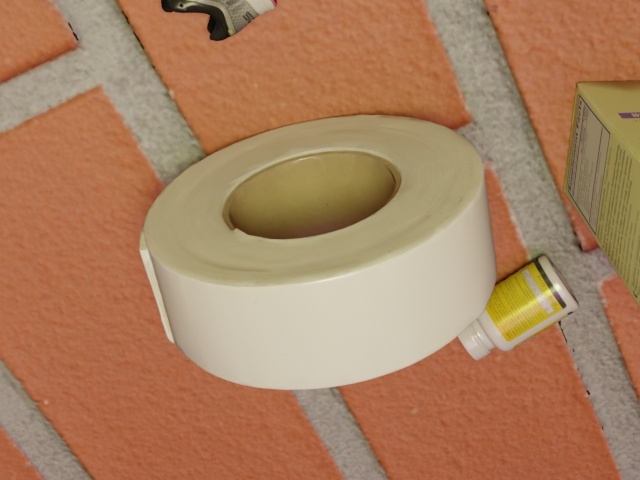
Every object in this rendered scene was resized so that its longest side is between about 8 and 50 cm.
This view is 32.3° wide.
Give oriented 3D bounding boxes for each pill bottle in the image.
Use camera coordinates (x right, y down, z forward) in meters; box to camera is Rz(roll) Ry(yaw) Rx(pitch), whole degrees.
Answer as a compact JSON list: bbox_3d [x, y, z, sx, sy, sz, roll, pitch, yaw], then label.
[{"bbox_3d":[0.193,0.071,1.102,0.116,0.065,0.065,-34,117,12],"label":"pill bottle"}]

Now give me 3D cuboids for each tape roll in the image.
[{"bbox_3d":[0.000,0.000,0.917,0.286,0.286,0.100,-12,120,1],"label":"tape roll"}]

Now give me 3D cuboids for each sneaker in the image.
[{"bbox_3d":[-0.117,-0.226,0.903,0.170,0.063,0.075,38,103,-28],"label":"sneaker"}]

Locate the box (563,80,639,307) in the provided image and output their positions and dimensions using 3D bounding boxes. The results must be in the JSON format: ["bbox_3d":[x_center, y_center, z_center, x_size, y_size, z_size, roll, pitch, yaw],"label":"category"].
[{"bbox_3d":[0.351,-0.043,0.952,0.214,0.243,0.117,-3,120,-5],"label":"box"}]
